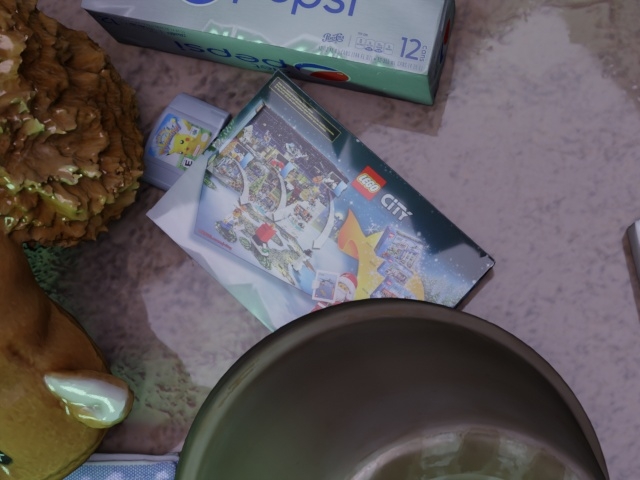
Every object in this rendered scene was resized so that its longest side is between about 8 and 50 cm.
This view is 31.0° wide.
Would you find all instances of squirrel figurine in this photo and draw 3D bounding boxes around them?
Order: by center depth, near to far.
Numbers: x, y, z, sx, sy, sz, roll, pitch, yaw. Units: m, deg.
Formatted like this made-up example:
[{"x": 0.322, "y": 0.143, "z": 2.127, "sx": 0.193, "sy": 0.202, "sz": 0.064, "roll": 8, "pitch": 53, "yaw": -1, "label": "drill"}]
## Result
[{"x": -0.271, "y": -0.008, "z": 0.834, "sx": 0.370, "sy": 0.281, "sz": 0.397, "roll": 39, "pitch": 74, "yaw": -11, "label": "squirrel figurine"}]

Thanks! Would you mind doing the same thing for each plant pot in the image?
[{"x": 0.060, "y": 0.197, "z": 0.736, "sx": 0.323, "sy": 0.280, "sz": 0.323, "roll": 0, "pitch": 87, "yaw": -5, "label": "plant pot"}]

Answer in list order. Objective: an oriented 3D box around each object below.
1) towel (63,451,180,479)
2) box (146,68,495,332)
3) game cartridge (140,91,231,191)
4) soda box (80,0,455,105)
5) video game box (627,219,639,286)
[{"x": -0.208, "y": 0.272, "z": 0.832, "sx": 0.209, "sy": 0.034, "sz": 0.285, "roll": 1, "pitch": 44, "yaw": -1, "label": "towel"}, {"x": 0.000, "y": 0.000, "z": 0.923, "sx": 0.233, "sy": 0.044, "sz": 0.159, "roll": 42, "pitch": 88, "yaw": 8, "label": "box"}, {"x": -0.117, "y": -0.081, "z": 0.974, "sx": 0.056, "sy": 0.017, "sz": 0.083, "roll": 24, "pitch": 85, "yaw": 15, "label": "game cartridge"}, {"x": -0.038, "y": -0.189, "z": 0.938, "sx": 0.286, "sy": 0.098, "sz": 0.091, "roll": 12, "pitch": 84, "yaw": 10, "label": "soda box"}, {"x": 0.347, "y": 0.067, "z": 0.871, "sx": 0.187, "sy": 0.048, "sz": 0.205, "roll": -12, "pitch": 80, "yaw": 8, "label": "video game box"}]
